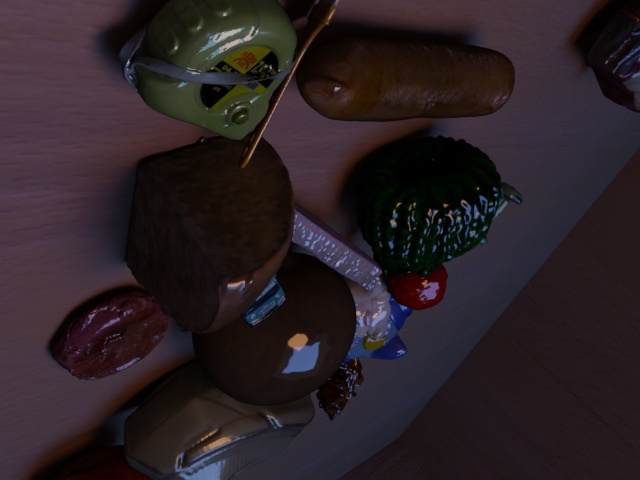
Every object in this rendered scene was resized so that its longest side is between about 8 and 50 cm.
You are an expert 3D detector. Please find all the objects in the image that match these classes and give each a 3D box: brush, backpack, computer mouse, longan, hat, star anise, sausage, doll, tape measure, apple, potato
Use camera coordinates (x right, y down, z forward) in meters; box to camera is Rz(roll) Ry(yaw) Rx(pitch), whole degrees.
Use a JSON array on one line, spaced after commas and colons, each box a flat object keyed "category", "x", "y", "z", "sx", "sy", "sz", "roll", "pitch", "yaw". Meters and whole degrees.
[{"category": "brush", "x": -0.035, "y": -0.206, "z": 0.796, "sx": 0.013, "sy": 0.103, "sz": 0.272, "roll": 26, "pitch": 104, "yaw": -17}, {"category": "backpack", "x": 0.742, "y": -0.473, "z": 1.470, "sx": 0.317, "sy": 0.197, "sz": 0.283, "roll": -56, "pitch": 152, "yaw": 14}, {"category": "computer mouse", "x": -0.181, "y": 0.326, "z": 1.287, "sx": 0.429, "sy": 0.228, "sz": 0.145, "roll": -10, "pitch": 131, "yaw": -48}, {"category": "longan", "x": -0.076, "y": 0.142, "z": 1.149, "sx": 0.300, "sy": 0.243, "sz": 0.300, "roll": -8, "pitch": 102, "yaw": -44}, {"category": "hat", "x": 0.191, "y": -0.018, "z": 1.267, "sx": 0.274, "sy": 0.242, "sz": 0.332, "roll": -14, "pitch": 131, "yaw": -20}, {"category": "star anise", "x": 0.012, "y": 0.373, "z": 1.771, "sx": 0.346, "sy": 0.148, "sz": 0.237, "roll": -17, "pitch": 122, "yaw": -41}, {"category": "sausage", "x": 0.133, "y": -0.238, "z": 0.982, "sx": 0.501, "sy": 0.136, "sz": 0.123, "roll": -13, "pitch": 123, "yaw": -47}, {"category": "doll", "x": 0.096, "y": 0.190, "z": 1.535, "sx": 0.376, "sy": 0.187, "sz": 0.366, "roll": -27, "pitch": 159, "yaw": 37}, {"category": "tape measure", "x": -0.111, "y": -0.197, "z": 0.706, "sx": 0.175, "sy": 0.106, "sz": 0.200, "roll": -40, "pitch": 158, "yaw": 21}, {"category": "apple", "x": -0.395, "y": 0.500, "z": 1.217, "sx": 0.230, "sy": 0.230, "sz": 0.230, "roll": -35, "pitch": 154, "yaw": -20}, {"category": "potato", "x": -0.115, "y": 0.014, "z": 0.860, "sx": 0.190, "sy": 0.264, "sz": 0.211, "roll": -13, "pitch": 136, "yaw": -34}]

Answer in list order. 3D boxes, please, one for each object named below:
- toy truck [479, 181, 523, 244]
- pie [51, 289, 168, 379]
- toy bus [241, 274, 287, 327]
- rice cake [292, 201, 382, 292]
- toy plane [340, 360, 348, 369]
[{"category": "toy truck", "x": 0.332, "y": -0.093, "z": 1.486, "sx": 0.155, "sy": 0.156, "sz": 0.279, "roll": -53, "pitch": 155, "yaw": 18}, {"category": "pie", "x": -0.312, "y": 0.142, "z": 1.001, "sx": 0.182, "sy": 0.049, "sz": 0.182, "roll": -30, "pitch": 153, "yaw": -17}, {"category": "toy bus", "x": -0.129, "y": 0.045, "z": 0.993, "sx": 0.079, "sy": 0.160, "sz": 0.091, "roll": -39, "pitch": 153, "yaw": -11}, {"category": "rice cake", "x": 0.000, "y": 0.000, "z": 1.108, "sx": 0.056, "sy": 0.072, "sz": 0.365, "roll": -50, "pitch": 138, "yaw": 5}, {"category": "toy plane", "x": -0.036, "y": 0.262, "z": 1.432, "sx": 0.197, "sy": 0.053, "sz": 0.078, "roll": 30, "pitch": 113, "yaw": -27}]
